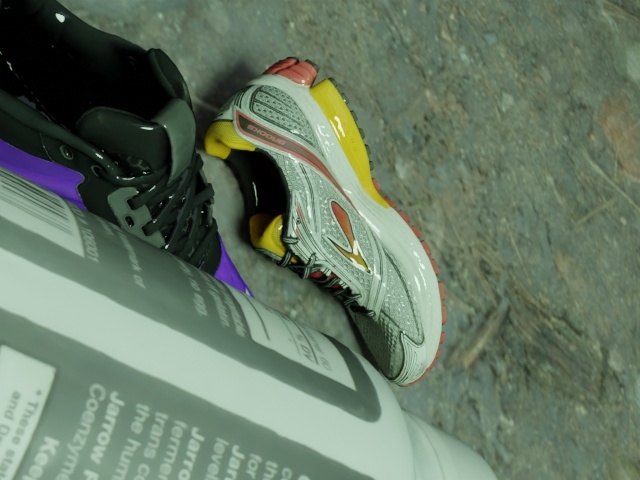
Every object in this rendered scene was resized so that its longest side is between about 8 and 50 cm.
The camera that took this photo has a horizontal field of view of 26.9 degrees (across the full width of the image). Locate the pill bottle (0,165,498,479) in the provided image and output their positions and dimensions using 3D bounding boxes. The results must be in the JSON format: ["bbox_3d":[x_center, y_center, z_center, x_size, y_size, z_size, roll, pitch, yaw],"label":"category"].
[{"bbox_3d":[-0.088,0.110,0.613,0.361,0.204,0.204,30,53,-34],"label":"pill bottle"}]

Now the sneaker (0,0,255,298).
[{"bbox_3d":[-0.105,-0.024,0.698,0.293,0.146,0.102,48,44,-20],"label":"sneaker"}]

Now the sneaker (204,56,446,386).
[{"bbox_3d":[0.000,0.000,0.864,0.093,0.088,0.225,-36,100,-28],"label":"sneaker"}]
